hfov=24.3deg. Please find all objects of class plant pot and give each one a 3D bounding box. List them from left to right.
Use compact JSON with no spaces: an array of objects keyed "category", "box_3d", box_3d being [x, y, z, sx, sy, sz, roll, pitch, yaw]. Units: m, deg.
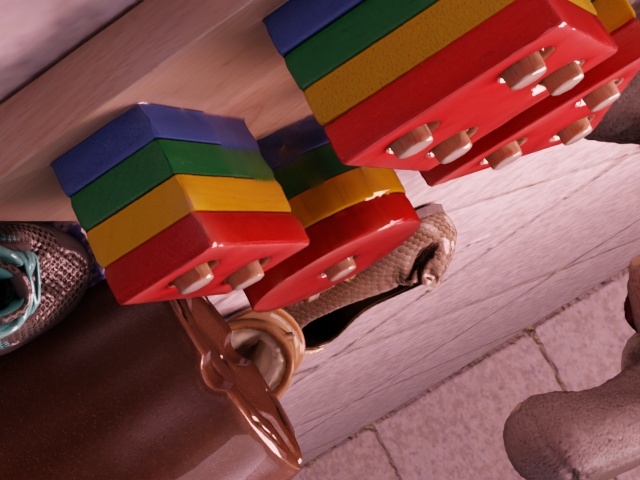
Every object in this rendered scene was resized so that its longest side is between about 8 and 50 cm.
[{"category":"plant pot","box_3d":[-0.108,0.101,0.701,0.165,0.167,0.167,-34,169,4]}]

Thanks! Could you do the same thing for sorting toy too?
[{"category":"sorting toy","box_3d":[0.021,-0.054,0.617,0.257,0.089,0.255,-32,169,20]}]

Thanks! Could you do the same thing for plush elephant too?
[{"category":"plush elephant","box_3d":[0.239,-0.044,0.861,0.330,0.255,0.272,-18,158,-12]}]

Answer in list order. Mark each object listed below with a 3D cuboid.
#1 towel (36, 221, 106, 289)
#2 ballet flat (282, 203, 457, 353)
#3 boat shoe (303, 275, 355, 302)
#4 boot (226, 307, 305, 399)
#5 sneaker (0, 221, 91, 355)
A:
[{"category":"towel","box_3d":[-0.220,0.080,0.821,0.243,0.040,0.336,-25,167,-8]},{"category":"ballet flat","box_3d":[0.027,0.050,1.202,0.084,0.058,0.250,-16,164,-46]},{"category":"boat shoe","box_3d":[0.000,0.000,0.911,0.059,0.063,0.170,-30,179,-2]},{"category":"boot","box_3d":[-0.107,0.130,1.038,0.236,0.089,0.269,-47,180,3]},{"category":"sneaker","box_3d":[-0.137,0.023,0.592,0.076,0.065,0.166,-1,-174,30]}]
